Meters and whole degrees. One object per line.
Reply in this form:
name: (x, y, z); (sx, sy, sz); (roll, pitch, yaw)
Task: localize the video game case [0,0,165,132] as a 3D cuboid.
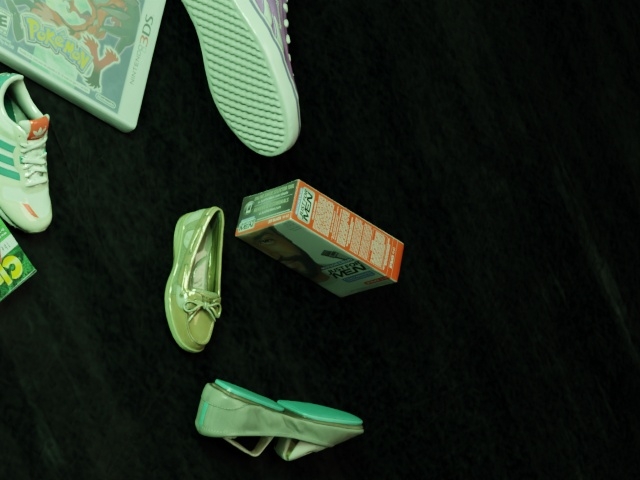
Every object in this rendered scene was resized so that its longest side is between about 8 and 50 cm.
video game case: (-0.252, -0.234, 2.005); (0.201, 0.023, 0.183); (30, 59, -35)

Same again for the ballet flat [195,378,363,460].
ballet flat: (-0.047, 0.199, 2.065); (0.213, 0.072, 0.068); (18, 94, -40)

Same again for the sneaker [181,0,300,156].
sneaker: (-0.057, -0.241, 2.146); (0.161, 0.102, 0.282); (-23, 95, -49)

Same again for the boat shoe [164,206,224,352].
boat shoe: (-0.125, 0.040, 2.032); (0.056, 0.048, 0.153); (22, 64, -39)

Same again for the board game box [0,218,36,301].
board game box: (-0.384, 0.046, 1.791); (0.136, 0.030, 0.259); (57, 47, -13)

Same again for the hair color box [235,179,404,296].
hair color box: (0.000, 0.000, 2.136); (0.167, 0.093, 0.053); (32, 58, -34)

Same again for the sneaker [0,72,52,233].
sneaker: (-0.291, -0.087, 1.886); (0.057, 0.075, 0.161); (-20, 92, -46)
